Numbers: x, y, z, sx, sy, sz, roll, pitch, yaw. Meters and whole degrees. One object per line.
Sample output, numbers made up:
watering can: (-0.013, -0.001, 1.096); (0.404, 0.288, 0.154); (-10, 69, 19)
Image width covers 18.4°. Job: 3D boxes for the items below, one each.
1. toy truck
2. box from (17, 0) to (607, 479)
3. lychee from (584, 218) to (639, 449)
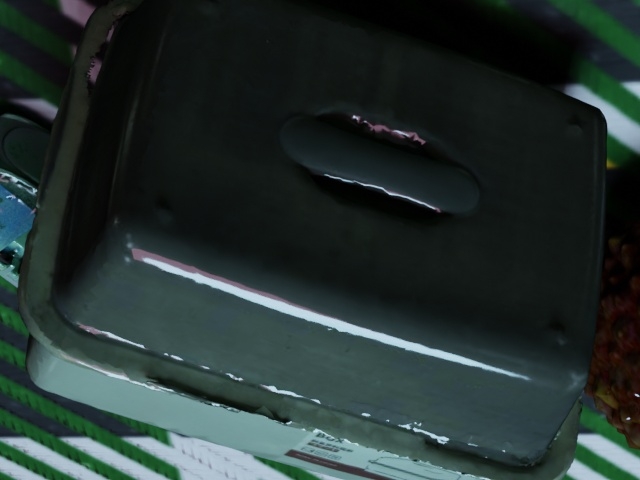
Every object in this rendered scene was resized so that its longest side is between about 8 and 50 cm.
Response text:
toy truck: (-0.142, 0.002, 1.116); (0.081, 0.067, 0.175); (-30, 127, 30)
box: (0.000, 0.000, 0.993); (0.290, 0.220, 0.166); (17, 148, -13)
lychee: (0.229, 0.048, 1.059); (0.188, 0.188, 0.188); (3, 137, 3)
